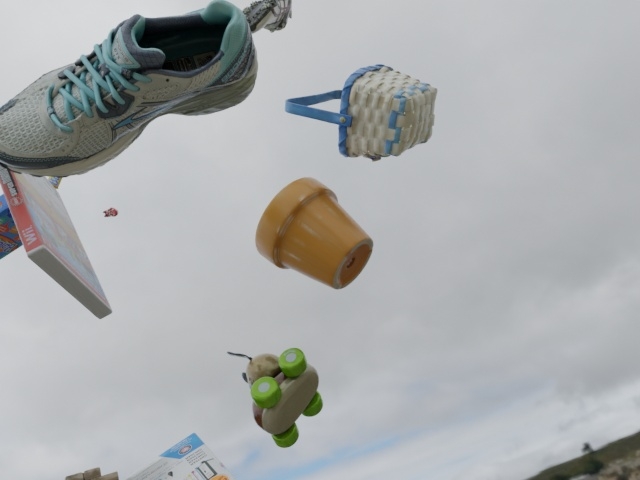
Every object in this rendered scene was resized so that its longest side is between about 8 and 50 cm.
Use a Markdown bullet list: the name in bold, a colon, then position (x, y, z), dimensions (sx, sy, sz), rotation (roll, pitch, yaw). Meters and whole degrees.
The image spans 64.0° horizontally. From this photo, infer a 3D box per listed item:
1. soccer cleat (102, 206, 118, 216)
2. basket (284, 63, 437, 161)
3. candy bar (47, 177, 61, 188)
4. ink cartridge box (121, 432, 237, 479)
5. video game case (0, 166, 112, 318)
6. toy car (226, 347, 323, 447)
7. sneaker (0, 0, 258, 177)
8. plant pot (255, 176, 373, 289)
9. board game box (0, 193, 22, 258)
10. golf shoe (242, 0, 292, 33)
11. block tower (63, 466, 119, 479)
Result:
- **soccer cleat**: position (-0.606, -0.083, 1.499), dimensions (0.036, 0.029, 0.083), rotation (-20, 9, -43)
- **basket**: position (0.096, -0.296, 1.169), dimensions (0.255, 0.289, 0.200), rotation (-31, -42, -47)
- **candy bar**: position (-0.735, -0.212, 1.450), dimensions (0.040, 0.161, 0.018), rotation (14, -28, -11)
- **ink cartridge box**: position (-0.234, 0.518, 0.953), dimensions (0.171, 0.233, 0.168), rotation (-27, -65, -30)
- **video game case**: position (-0.412, -0.033, 0.768), dimensions (0.025, 0.285, 0.204), rotation (-31, -29, -13)
- **toy car**: position (-0.111, 0.279, 1.001), dimensions (0.149, 0.189, 0.155), rotation (-44, -47, -33)
- **sneaker**: position (-0.194, -0.160, 0.495), dimensions (0.283, 0.110, 0.122), rotation (-29, -3, -13)
- **plant pot**: position (0.000, 0.000, 1.079), dimensions (0.205, 0.188, 0.205), rotation (-39, -30, -27)
- **board game box**: position (-0.781, -0.045, 1.289), dimensions (0.210, 0.047, 0.160), rotation (-35, -18, -6)
- **golf shoe**: position (-0.147, -0.670, 1.526), dimensions (0.105, 0.272, 0.120), rotation (3, -43, 28)
- **block tower**: position (-0.380, 0.581, 0.899), dimensions (0.091, 0.335, 0.097), rotation (-5, -31, -36)
